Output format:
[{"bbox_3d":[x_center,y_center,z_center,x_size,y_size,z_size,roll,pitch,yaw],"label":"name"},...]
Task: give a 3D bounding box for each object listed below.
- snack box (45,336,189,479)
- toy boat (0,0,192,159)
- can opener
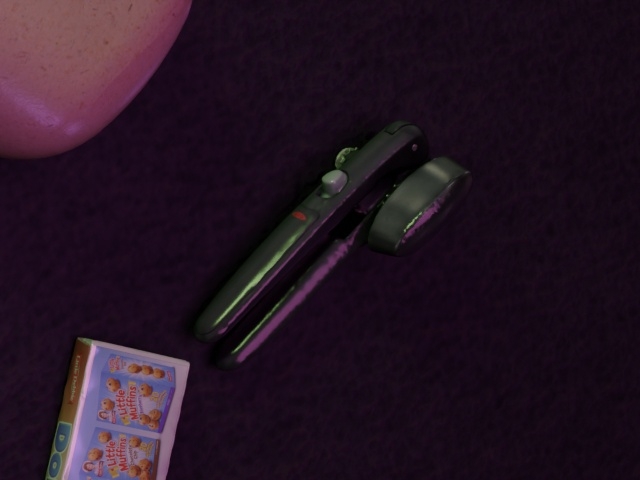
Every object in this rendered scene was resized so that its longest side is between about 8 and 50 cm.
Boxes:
[{"bbox_3d":[-0.119,0.146,1.063,0.064,0.022,0.178,16,83,-33],"label":"snack box"},{"bbox_3d":[-0.212,-0.120,0.927,0.318,0.148,0.267,-51,133,-25],"label":"toy boat"},{"bbox_3d":[0.000,0.000,1.120,0.186,0.073,0.059,-38,120,-17],"label":"can opener"}]
